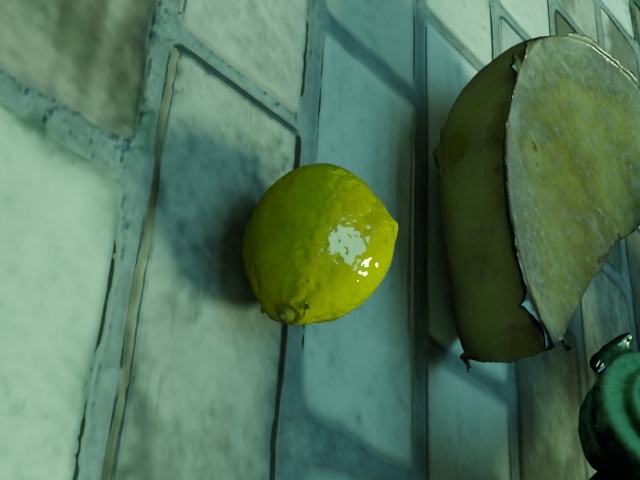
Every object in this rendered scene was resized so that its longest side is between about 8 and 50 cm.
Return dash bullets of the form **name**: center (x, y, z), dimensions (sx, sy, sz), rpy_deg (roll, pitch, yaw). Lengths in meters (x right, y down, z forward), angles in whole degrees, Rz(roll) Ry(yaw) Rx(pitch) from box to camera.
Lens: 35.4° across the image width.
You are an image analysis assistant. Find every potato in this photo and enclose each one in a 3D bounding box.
- **potato**: center (0.115, -0.036, 0.580), dimensions (0.243, 0.098, 0.138), rpy_deg (-36, 100, -48)

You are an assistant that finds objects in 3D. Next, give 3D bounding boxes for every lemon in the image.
- **lemon**: center (0.000, 0.000, 0.433), dimensions (0.065, 0.065, 0.092), rpy_deg (55, 43, -21)

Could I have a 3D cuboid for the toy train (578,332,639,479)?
- **toy train**: center (0.267, 0.138, 0.515), dimensions (0.397, 0.160, 0.253), rpy_deg (-25, 56, -40)
